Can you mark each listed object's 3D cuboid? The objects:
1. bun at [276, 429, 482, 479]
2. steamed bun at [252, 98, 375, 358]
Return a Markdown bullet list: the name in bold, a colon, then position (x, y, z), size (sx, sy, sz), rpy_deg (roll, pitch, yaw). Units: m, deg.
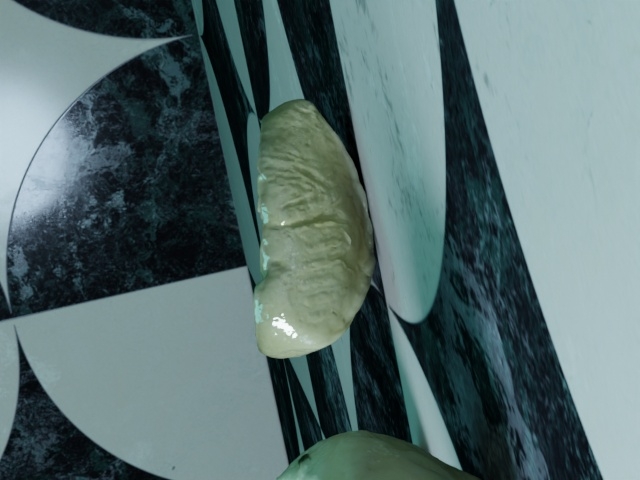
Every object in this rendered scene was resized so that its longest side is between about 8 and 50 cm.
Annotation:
- **bun**: position (0.069, 0.256, 1.224), size (0.259, 0.160, 0.259), rpy_deg (47, 145, 49)
- **steamed bun**: position (-0.003, 0.017, 1.597), size (0.231, 0.110, 0.212), rpy_deg (81, -169, -56)
